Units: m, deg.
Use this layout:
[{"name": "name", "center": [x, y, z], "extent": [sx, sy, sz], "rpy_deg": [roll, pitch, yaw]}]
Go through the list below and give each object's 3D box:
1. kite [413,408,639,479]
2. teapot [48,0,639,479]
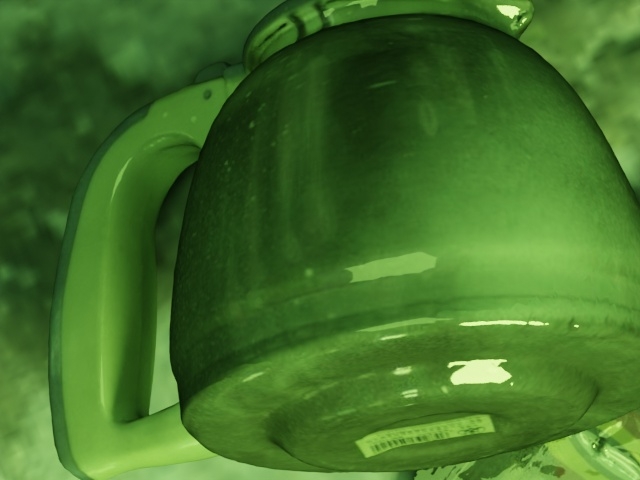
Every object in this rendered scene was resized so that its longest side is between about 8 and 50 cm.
[{"name": "kite", "center": [0.134, 0.104, 0.389], "extent": [0.245, 0.015, 0.141], "rpy_deg": [39, 95, 10]}, {"name": "teapot", "center": [0.010, 0.000, 0.385], "extent": [0.111, 0.149, 0.108], "rpy_deg": [8, 65, -29]}]
